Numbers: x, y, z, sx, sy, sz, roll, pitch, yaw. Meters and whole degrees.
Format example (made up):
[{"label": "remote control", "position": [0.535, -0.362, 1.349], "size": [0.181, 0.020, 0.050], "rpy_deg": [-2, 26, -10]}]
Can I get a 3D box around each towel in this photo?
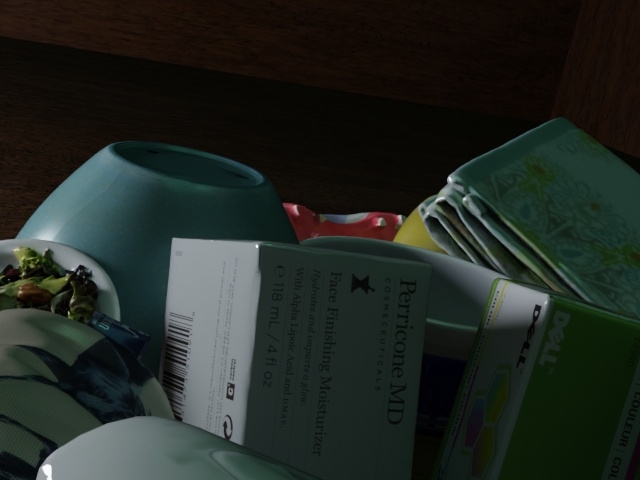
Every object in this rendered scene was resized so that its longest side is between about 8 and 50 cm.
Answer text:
[{"label": "towel", "position": [0.312, 0.012, 1.426], "size": [0.320, 0.090, 0.374], "rpy_deg": [44, 37, 14]}]

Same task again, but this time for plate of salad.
[{"label": "plate of salad", "position": [-0.238, 0.067, 0.862], "size": [0.200, 0.048, 0.200], "rpy_deg": [-7, 47, 8]}]

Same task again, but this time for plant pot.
[{"label": "plant pot", "position": [0.132, 0.025, 1.474], "size": [0.095, 0.134, 0.134], "rpy_deg": [-30, 40, -35]}, {"label": "plant pot", "position": [-0.126, 0.030, 1.019], "size": [0.290, 0.195, 0.290], "rpy_deg": [13, 14, -3]}]

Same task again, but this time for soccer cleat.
[{"label": "soccer cleat", "position": [0.000, 0.000, 1.551], "size": [0.248, 0.083, 0.095], "rpy_deg": [-1, -10, -31]}]

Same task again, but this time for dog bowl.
[{"label": "dog bowl", "position": [0.089, 0.086, 1.196], "size": [0.265, 0.104, 0.265], "rpy_deg": [13, 14, -3]}]

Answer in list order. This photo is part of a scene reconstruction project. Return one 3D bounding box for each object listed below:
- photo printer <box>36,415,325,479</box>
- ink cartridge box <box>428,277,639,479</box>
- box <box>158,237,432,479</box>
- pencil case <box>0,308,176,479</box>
[{"label": "photo printer", "position": [0.044, 0.177, 0.443], "size": [0.256, 0.107, 0.307], "rpy_deg": [30, -4, 37]}, {"label": "ink cartridge box", "position": [0.156, 0.132, 0.774], "size": [0.097, 0.189, 0.255], "rpy_deg": [17, 1, -7]}, {"label": "box", "position": [-0.026, 0.092, 0.815], "size": [0.119, 0.181, 0.182], "rpy_deg": [6, -1, -24]}, {"label": "pencil case", "position": [-0.161, 0.156, 0.553], "size": [0.183, 0.160, 0.410], "rpy_deg": [2, 13, 1]}]
